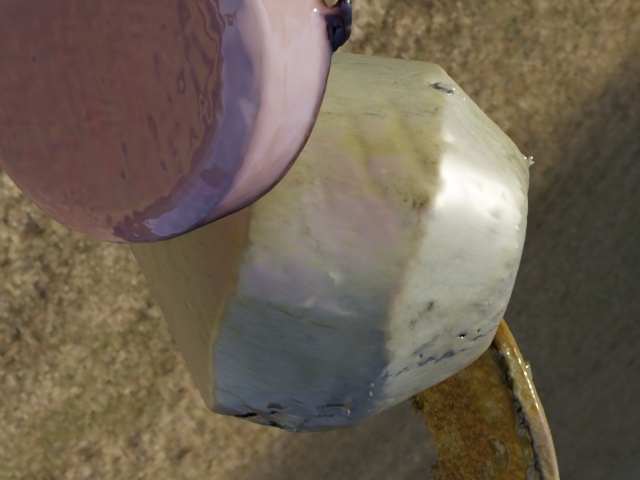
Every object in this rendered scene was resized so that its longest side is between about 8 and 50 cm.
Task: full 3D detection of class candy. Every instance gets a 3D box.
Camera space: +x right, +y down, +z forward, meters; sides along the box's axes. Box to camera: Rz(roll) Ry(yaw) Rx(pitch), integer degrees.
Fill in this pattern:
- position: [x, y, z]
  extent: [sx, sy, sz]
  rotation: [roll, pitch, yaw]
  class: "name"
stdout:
- position: [-0.109, -0.120, 0.723]
  extent: [0.094, 0.255, 0.255]
  rotation: [-26, 154, -55]
  class: "candy"

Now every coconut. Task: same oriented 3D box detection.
- position: [0.000, 0.000, 1.034]
  extent: [0.353, 0.352, 0.352]
  rotation: [-36, 157, -18]
  class: "coconut"

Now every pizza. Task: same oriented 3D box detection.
- position: [0.185, 0.185, 1.407]
  extent: [0.089, 0.323, 0.223]
  rotation: [-11, 158, -31]
  class: "pizza"
